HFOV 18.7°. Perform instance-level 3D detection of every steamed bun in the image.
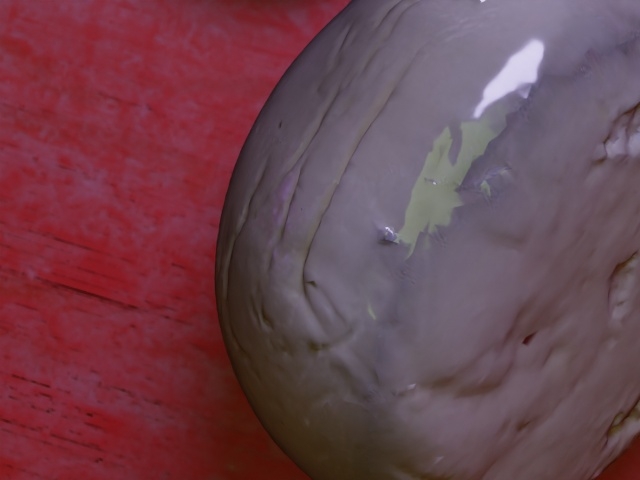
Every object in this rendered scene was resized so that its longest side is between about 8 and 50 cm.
[{"bbox_3d":[0.073,-0.011,1.063,0.233,0.334,0.312,37,88,37],"label":"steamed bun"}]
